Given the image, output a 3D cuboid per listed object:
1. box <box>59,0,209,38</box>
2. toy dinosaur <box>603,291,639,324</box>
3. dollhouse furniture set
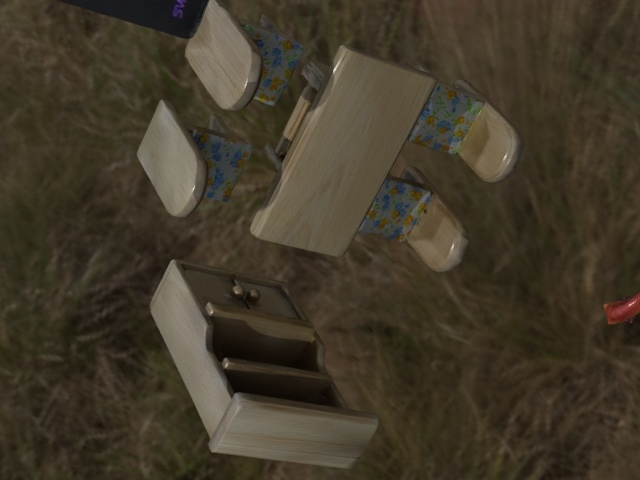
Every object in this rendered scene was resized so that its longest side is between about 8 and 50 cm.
[{"bbox_3d":[-0.155,-0.199,0.440,0.143,0.270,0.165,-61,35,25],"label":"box"},{"bbox_3d":[0.146,0.003,0.496,0.047,0.082,0.090,7,107,60],"label":"toy dinosaur"},{"bbox_3d":[0.000,0.000,0.812,0.242,0.212,0.161,-62,36,22],"label":"dollhouse furniture set"}]
